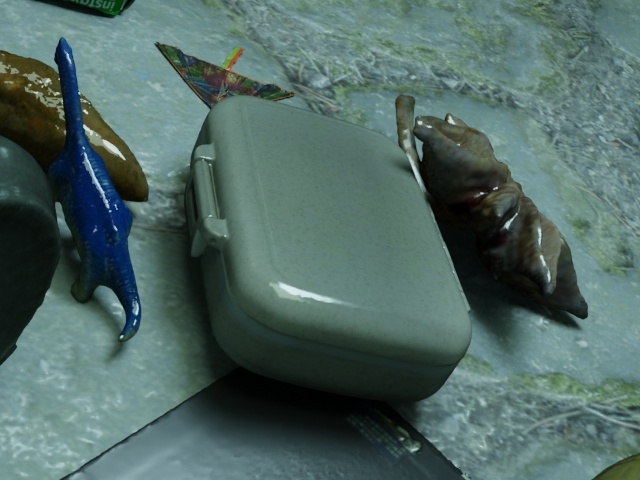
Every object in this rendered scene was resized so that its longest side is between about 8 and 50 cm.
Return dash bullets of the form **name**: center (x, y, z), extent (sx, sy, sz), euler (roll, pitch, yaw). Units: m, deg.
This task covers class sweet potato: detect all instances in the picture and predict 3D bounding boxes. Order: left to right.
- **sweet potato**: center (-0.323, -0.141, 1.272), extent (0.341, 0.092, 0.114), euler (22, 62, -6)

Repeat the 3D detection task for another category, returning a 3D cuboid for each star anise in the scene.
- **star anise**: center (0.186, -0.040, 1.418), extent (0.349, 0.109, 0.292), euler (53, 0, 6)

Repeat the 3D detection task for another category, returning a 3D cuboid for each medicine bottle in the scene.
- **medicine bottle**: center (0.000, 0.000, 1.254), extent (0.282, 0.123, 0.375), euler (15, 34, -21)

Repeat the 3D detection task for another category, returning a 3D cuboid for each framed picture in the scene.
- **framed picture**: center (-0.028, 0.222, 1.076), extent (0.255, 0.014, 0.339), euler (40, 39, 17)

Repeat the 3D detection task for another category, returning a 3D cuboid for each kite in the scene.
- **kite**: center (-0.118, -0.204, 1.534), extent (0.190, 0.010, 0.159), euler (19, 37, -11)

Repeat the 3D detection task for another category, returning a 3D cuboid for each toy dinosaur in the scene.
- **toy dinosaur**: center (-0.206, -0.041, 1.140), extent (0.075, 0.188, 0.247), euler (-11, 51, -30)

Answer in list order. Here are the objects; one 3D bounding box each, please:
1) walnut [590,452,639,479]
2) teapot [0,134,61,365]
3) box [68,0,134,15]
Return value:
- **walnut**: center (0.296, 0.278, 0.988), extent (0.283, 0.283, 0.227), euler (-8, 62, -37)
- **teapot**: center (-0.387, -0.036, 1.004), extent (0.344, 0.253, 0.300), euler (38, 4, 22)
- **box**: center (-0.342, -0.390, 1.524), extent (0.250, 0.103, 0.180), euler (13, 52, -21)
